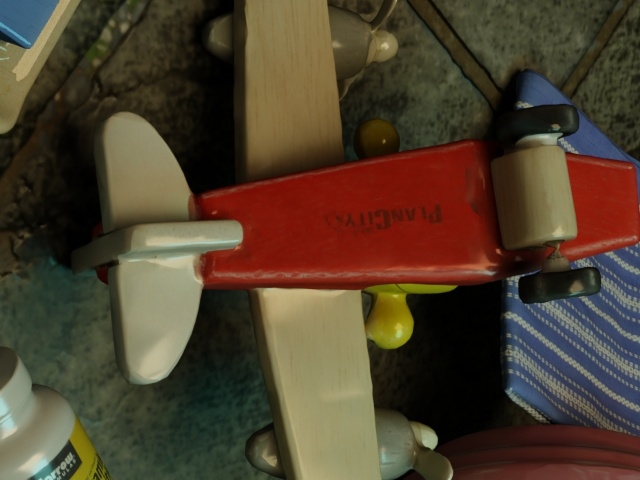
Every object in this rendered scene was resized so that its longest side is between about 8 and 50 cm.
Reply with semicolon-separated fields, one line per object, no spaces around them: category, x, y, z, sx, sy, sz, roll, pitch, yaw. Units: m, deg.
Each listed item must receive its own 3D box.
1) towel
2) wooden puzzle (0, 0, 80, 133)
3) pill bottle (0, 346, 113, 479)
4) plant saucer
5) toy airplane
towel;0.245;0.031;1.424;0.243;0.040;0.336;36;49;-39
wooden puzzle;-0.235;-0.284;1.000;0.322;0.080;0.348;33;79;-40
pill bottle;-0.210;0.170;1.120;0.103;0.103;0.184;-40;124;-26
plant saucer;0.210;0.251;1.386;0.332;0.332;0.084;35;49;-40
toy airplane;0.000;0.000;1.187;0.384;0.272;0.386;38;83;-1
